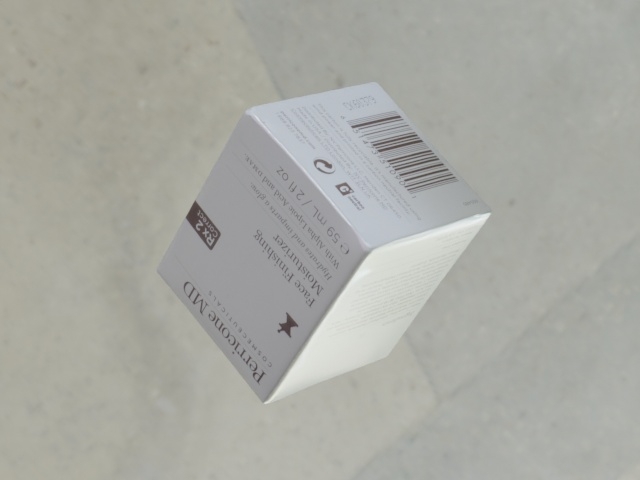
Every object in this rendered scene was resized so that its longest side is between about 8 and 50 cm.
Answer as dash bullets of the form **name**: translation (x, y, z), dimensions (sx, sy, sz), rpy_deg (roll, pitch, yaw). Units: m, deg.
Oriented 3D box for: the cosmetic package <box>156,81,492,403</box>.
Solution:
- **cosmetic package**: translation (0.000, 0.000, 1.244), dimensions (0.151, 0.151, 0.183), rpy_deg (-17, 148, -46)
